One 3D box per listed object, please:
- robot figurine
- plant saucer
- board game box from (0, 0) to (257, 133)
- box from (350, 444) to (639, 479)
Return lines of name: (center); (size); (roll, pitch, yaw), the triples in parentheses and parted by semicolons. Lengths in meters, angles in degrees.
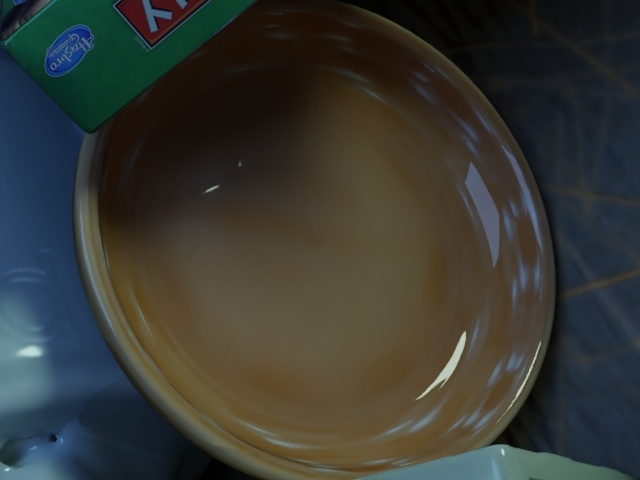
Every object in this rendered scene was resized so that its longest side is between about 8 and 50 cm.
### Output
robot figurine: (-0.171, 0.026, 0.518); (0.300, 0.200, 0.353); (-33, 61, 5)
plant saucer: (0.000, 0.000, 0.447); (0.037, 0.199, 0.200); (142, 128, -58)
board game box: (-0.042, -0.182, 0.490); (0.213, 0.046, 0.317); (-37, 30, 6)
box: (0.061, 0.232, 0.350); (0.121, 0.148, 0.311); (-20, 65, 26)
